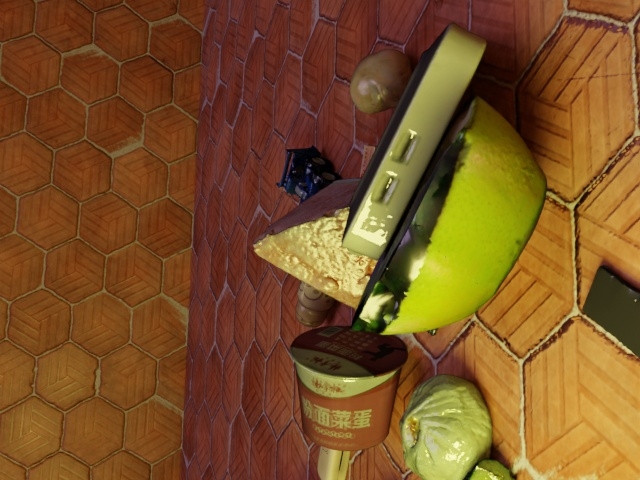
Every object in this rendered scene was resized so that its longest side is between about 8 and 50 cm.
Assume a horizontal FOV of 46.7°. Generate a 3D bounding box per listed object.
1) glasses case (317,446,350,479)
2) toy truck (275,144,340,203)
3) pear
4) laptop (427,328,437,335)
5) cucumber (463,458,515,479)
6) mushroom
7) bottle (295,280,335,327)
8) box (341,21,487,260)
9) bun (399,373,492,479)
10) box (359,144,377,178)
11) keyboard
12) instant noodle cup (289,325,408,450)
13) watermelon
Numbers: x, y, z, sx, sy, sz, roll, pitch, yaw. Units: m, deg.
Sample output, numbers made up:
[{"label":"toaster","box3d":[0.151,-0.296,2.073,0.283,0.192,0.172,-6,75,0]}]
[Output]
[{"label":"glasses case","box3d":[0.036,0.460,1.685,0.083,0.050,0.196,-147,64,-68]},{"label":"toy truck","box3d":[-0.039,-0.157,1.905,0.208,0.126,0.113,-116,37,-53]},{"label":"pear","box3d":[0.207,-0.012,1.113,0.399,0.165,0.399,-64,-2,-4]},{"label":"laptop","box3d":[0.212,0.071,1.383,0.129,0.016,0.180,-119,41,-54]},{"label":"cucumber","box3d":[0.239,0.425,1.177,0.062,0.078,0.211,-58,-9,-62]},{"label":"mushroom","box3d":[0.129,-0.332,1.549,0.148,0.112,0.148,-10,71,30]},{"label":"bottle","box3d":[-0.002,0.111,1.803,0.110,0.097,0.209,-58,-12,-60]},{"label":"box","box3d":[0.148,-0.172,1.225,0.373,0.090,0.367,-63,-2,16]},{"label":"bun","box3d":[0.196,0.322,1.236,0.195,0.118,0.196,-178,90,-69]},{"label":"box","box3d":[0.110,-0.169,1.687,0.058,0.015,0.093,-151,68,-68]},{"label":"keyboard","box3d":[0.399,0.105,0.919,0.196,0.015,0.074,-126,42,-59]},{"label":"instant noodle cup","box3d":[0.054,0.293,1.472,0.235,0.234,0.179,-140,48,-64]},{"label":"watermelon","box3d":[0.024,-0.001,1.587,0.250,0.292,0.283,-35,-48,-80]}]
